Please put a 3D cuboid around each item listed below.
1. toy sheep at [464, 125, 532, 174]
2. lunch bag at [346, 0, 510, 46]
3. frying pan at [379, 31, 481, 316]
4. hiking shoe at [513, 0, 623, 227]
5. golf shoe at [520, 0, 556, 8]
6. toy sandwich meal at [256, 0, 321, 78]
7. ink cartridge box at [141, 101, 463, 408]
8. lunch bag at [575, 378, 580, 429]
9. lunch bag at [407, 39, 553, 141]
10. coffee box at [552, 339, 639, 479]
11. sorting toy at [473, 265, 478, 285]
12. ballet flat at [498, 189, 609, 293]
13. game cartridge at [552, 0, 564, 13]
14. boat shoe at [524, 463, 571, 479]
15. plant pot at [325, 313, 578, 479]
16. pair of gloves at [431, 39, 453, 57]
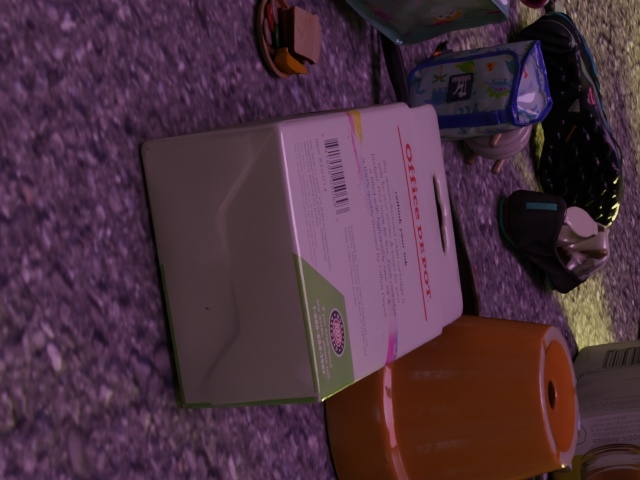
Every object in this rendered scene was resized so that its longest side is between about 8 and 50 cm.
[{"bbox_3d":[0.198,-0.133,1.976,0.132,0.091,0.091,81,13,-63],"label":"toy sheep"},{"bbox_3d":[0.068,-0.340,1.626,0.262,0.160,0.223,32,57,-47],"label":"lunch bag"},{"bbox_3d":[0.094,-0.068,1.680,0.197,0.053,0.326,-154,-133,-85],"label":"frying pan"},{"bbox_3d":[0.340,-0.159,2.290,0.132,0.113,0.304,-52,132,-59],"label":"hiking shoe"},{"bbox_3d":[0.285,-0.364,2.246,0.306,0.115,0.140,-1,96,-61],"label":"golf shoe"},{"bbox_3d":[-0.027,-0.178,1.508,0.085,0.029,0.085,-6,90,-68],"label":"toy sandwich meal"},{"bbox_3d":[0.000,0.000,1.407,0.353,0.119,0.207,-17,99,-67],"label":"ink cartridge box"},{"bbox_3d":[0.260,0.191,2.041,0.053,0.083,0.071,-15,99,-68],"label":"lunch bag"},{"bbox_3d":[0.162,-0.149,1.831,0.151,0.129,0.096,-52,130,-57],"label":"lunch bag"},{"bbox_3d":[0.498,0.319,2.225,0.338,0.337,0.334,-40,121,-70],"label":"coffee box"},{"bbox_3d":[0.138,0.099,1.817,0.132,0.046,0.274,-48,129,-61],"label":"sorting toy"},{"bbox_3d":[0.308,0.006,2.191,0.280,0.096,0.095,31,55,-63],"label":"ballet flat"},{"bbox_3d":[0.330,-0.296,2.434,0.056,0.017,0.083,22,64,-69],"label":"game cartridge"},{"bbox_3d":[0.202,0.195,1.800,0.302,0.114,0.091,98,2,-79],"label":"boat shoe"},{"bbox_3d":[0.129,0.149,1.592,0.205,0.188,0.205,-6,90,-68],"label":"plant pot"},{"bbox_3d":[0.135,-0.227,1.945,0.074,0.010,0.083,-30,113,-66],"label":"pair of gloves"}]
